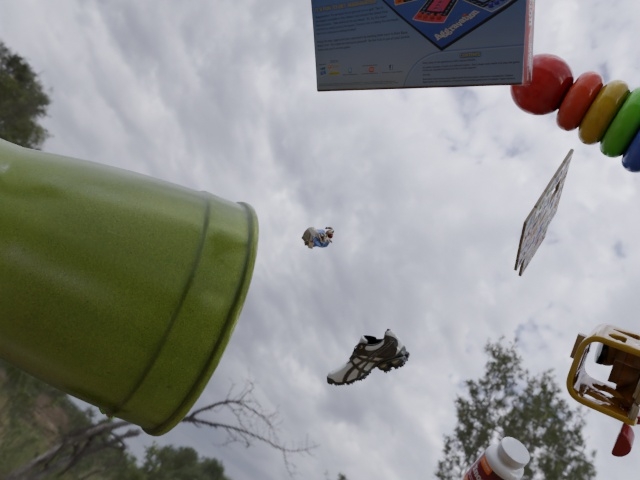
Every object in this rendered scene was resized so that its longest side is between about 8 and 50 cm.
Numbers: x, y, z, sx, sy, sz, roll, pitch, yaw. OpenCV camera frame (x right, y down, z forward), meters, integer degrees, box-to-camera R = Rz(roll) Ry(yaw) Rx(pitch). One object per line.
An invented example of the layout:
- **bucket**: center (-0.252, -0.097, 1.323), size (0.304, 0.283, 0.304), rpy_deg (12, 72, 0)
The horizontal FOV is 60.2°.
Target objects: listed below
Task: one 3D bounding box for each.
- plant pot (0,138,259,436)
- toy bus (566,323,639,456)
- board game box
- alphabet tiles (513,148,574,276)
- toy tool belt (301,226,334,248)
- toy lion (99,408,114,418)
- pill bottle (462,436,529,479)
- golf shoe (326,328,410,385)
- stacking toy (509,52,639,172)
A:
- **plant pot**: center (-0.331, 0.039, 0.766), size (0.353, 0.366, 0.366), rpy_deg (26, -22, -24)
- **toy bus**: center (0.388, 0.160, 0.729), size (0.104, 0.191, 0.202), rpy_deg (21, -34, 30)
- **board game box**: center (0.103, -0.250, 0.638), size (0.281, 0.027, 0.145), rpy_deg (11, -66, 40)
- **alphabet tiles**: center (0.429, -0.033, 1.079), size (0.009, 0.198, 0.237), rpy_deg (27, -25, 27)
- **toy tool belt**: center (0.000, 0.000, 1.304), size (0.052, 0.083, 0.051), rpy_deg (-62, -139, 40)
- **toy lion**: center (-0.465, 0.348, 1.208), size (0.100, 0.034, 0.096), rpy_deg (-52, -124, 36)
- **pill bottle**: center (0.375, 0.492, 1.179), size (0.086, 0.086, 0.152), rpy_deg (34, -60, 16)
- **golf shoe**: center (0.093, 0.255, 1.219), size (0.198, 0.077, 0.093), rpy_deg (-25, -89, 17)
- **stacking toy**: center (0.420, -0.165, 0.775), size (0.330, 0.141, 0.141), rpy_deg (31, -32, 20)
